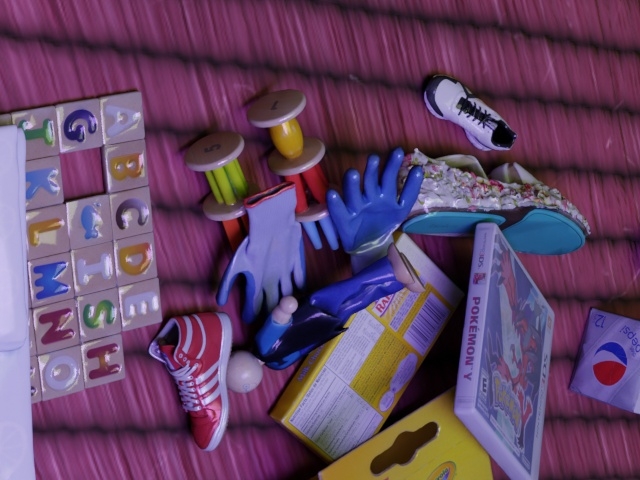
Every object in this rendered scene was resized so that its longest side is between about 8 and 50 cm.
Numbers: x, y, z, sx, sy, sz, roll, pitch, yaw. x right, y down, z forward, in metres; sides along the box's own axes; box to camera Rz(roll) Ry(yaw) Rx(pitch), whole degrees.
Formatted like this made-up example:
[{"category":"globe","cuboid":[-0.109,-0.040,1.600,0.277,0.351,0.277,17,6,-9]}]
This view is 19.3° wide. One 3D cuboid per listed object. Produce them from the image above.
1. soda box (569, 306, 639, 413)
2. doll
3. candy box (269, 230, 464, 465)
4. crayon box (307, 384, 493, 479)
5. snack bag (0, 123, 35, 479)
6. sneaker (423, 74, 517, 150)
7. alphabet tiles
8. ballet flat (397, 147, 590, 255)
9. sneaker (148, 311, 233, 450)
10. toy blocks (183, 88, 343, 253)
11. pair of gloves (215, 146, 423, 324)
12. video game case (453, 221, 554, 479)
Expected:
[{"category":"soda box","cuboid":[0.392,0.147,1.927,0.286,0.098,0.091,17,89,-38]},{"category":"doll","cuboid":[-0.006,0.069,1.605,0.189,0.046,0.129,-32,160,7]},{"category":"candy box","cuboid":[0.044,0.102,1.702,0.105,0.027,0.206,43,73,-34]},{"category":"crayon box","cuboid":[0.073,0.290,1.705,0.202,0.081,0.319,-28,119,-35]},{"category":"snack bag","cuboid":[-0.358,0.094,1.389,0.323,0.037,0.343,-8,104,-34]},{"category":"sneaker","cuboid":[0.139,-0.117,1.719,0.109,0.043,0.040,33,81,-35]},{"category":"alphabet tiles","cuboid":[-0.218,0.011,1.500,0.198,0.009,0.237,-14,107,-34]},{"category":"ballet flat","cuboid":[0.158,-0.040,1.730,0.241,0.091,0.077,10,61,-42]},{"category":"sneaker","cuboid":[-0.111,0.118,1.580,0.067,0.042,0.118,3,90,-41]},{"category":"toy blocks","cuboid":[-0.041,-0.036,1.594,0.123,0.054,0.148,-36,124,-23]},{"category":"pair of gloves","cuboid":[0.000,0.000,1.597,0.198,0.023,0.159,-22,139,-20]},{"category":"video game case","cuboid":[0.171,0.108,1.716,0.201,0.023,0.183,49,44,-55]}]
